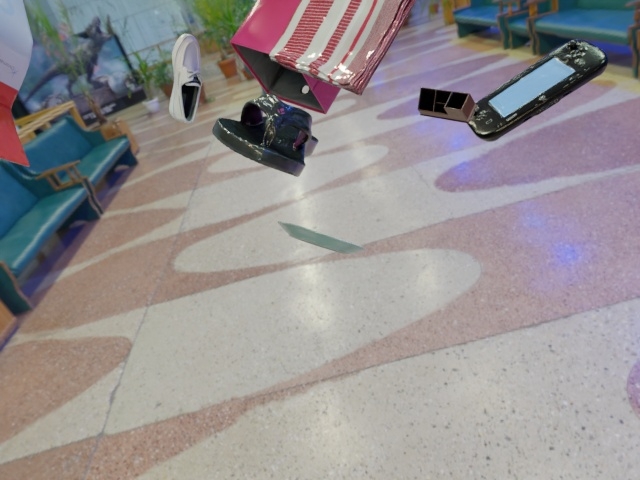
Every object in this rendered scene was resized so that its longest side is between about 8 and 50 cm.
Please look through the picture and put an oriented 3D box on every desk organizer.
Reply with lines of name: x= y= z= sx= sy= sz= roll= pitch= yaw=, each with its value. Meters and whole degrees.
desk organizer: x=0.277 y=-0.304 z=1.043 sx=0.130 sy=0.050 sz=0.047 roll=25 pitch=86 yaw=41

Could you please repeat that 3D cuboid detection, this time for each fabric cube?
fabric cube: x=-0.057 y=-0.581 z=1.388 sx=0.254 sy=0.259 sz=0.258 roll=26 pitch=82 yaw=27

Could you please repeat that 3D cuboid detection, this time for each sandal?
sandal: x=-0.083 y=-0.218 z=0.879 sx=0.167 sy=0.107 sz=0.446 roll=25 pitch=18 yaw=-4

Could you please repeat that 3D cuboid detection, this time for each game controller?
game controller: x=0.504 y=-0.357 z=1.114 sx=0.319 sy=0.067 sz=0.167 roll=-33 pitch=26 yaw=19

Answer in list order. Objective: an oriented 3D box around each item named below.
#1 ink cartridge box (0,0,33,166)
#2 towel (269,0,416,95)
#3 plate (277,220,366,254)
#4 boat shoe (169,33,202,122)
ink cartridge box: x=-0.602 y=-0.344 z=0.761 sx=0.091 sy=0.386 sz=0.308 roll=-20 pitch=-7 yaw=5
towel: x=0.033 y=-0.458 z=0.992 sx=0.329 sy=0.037 sz=0.237 roll=37 pitch=99 yaw=41
plate: x=0.000 y=0.000 z=0.938 sx=0.188 sy=0.188 sz=0.024 roll=17 pitch=88 yaw=47
boat shoe: x=-0.397 y=-0.488 z=1.420 sx=0.084 sy=0.259 sz=0.095 roll=27 pitch=27 yaw=36
